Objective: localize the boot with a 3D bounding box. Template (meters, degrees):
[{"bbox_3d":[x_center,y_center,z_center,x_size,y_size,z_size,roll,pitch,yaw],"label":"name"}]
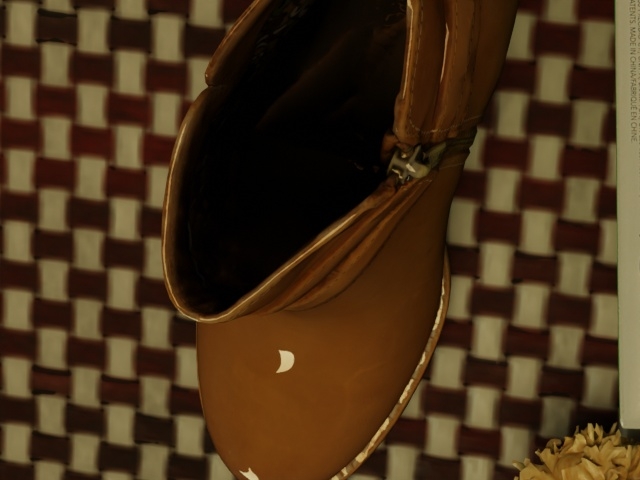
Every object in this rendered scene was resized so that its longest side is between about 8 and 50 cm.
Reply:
[{"bbox_3d":[0.000,0.000,0.671,0.109,0.220,0.283,26,111,4],"label":"boot"}]

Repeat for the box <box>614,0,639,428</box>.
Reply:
[{"bbox_3d":[0.217,-0.072,0.649,0.231,0.127,0.261,-1,106,13],"label":"box"}]

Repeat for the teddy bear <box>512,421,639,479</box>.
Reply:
[{"bbox_3d":[0.094,0.234,0.781,0.245,0.113,0.338,45,111,-6],"label":"teddy bear"}]
